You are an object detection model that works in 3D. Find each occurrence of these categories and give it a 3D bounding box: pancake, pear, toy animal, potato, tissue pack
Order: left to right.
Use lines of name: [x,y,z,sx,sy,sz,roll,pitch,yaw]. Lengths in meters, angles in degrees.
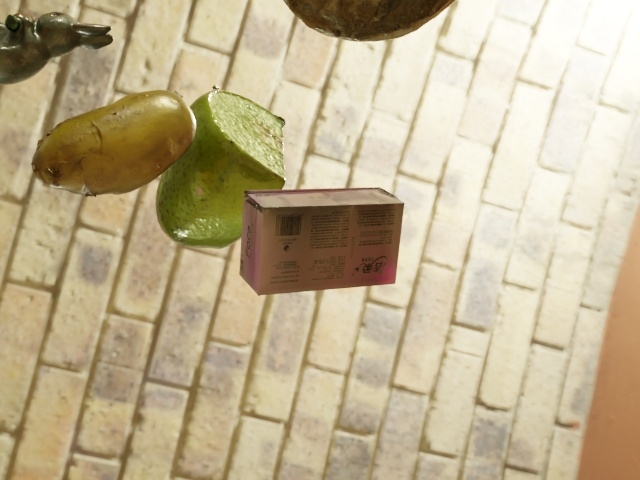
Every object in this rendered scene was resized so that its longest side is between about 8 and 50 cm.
toy animal: [-0.502,-0.361,1.746,0.138,0.236,0.108,96,-30,-53]
potato: [-0.369,-0.169,1.740,0.173,0.300,0.140,62,-14,19]
pear: [-0.226,-0.129,2.011,0.318,0.238,0.342,-54,-162,22]
tissue pack: [0.000,0.000,1.535,0.092,0.246,0.149,-143,-126,-59]
pancake: [0.077,-0.503,1.539,0.082,0.387,0.387,-13,120,-78]
